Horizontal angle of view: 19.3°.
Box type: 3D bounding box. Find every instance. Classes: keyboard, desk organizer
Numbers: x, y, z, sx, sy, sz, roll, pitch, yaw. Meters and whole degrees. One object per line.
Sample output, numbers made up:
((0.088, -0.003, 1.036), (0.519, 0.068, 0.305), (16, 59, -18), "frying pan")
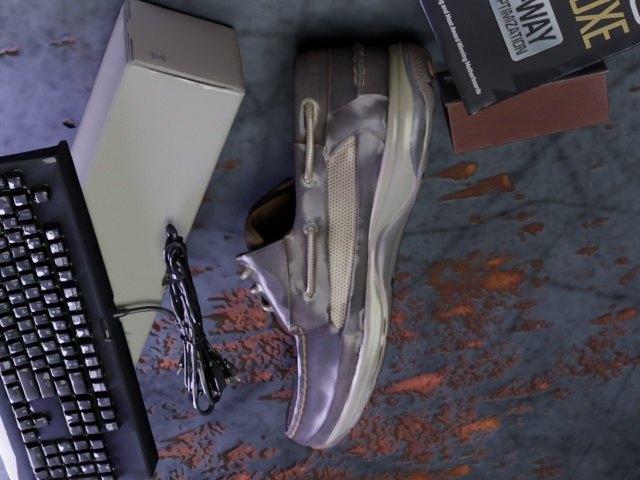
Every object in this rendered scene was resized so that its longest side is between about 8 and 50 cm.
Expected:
((-0.176, 0.065, 1.437), (0.202, 0.033, 0.317), (-12, 125, 0), "keyboard")
((0.161, -0.112, 1.492), (0.130, 0.047, 0.050), (-12, 127, -1), "desk organizer")

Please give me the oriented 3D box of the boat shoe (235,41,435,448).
((0.000, 0.000, 1.509), (0.130, 0.132, 0.355), (10, 113, -3), "boat shoe")

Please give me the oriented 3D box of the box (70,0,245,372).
((-0.148, -0.037, 1.457), (0.094, 0.113, 0.275), (15, 122, -17), "box")

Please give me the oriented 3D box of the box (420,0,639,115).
((0.161, -0.271, 1.366), (0.242, 0.076, 0.307), (-22, 123, 6), "box")
